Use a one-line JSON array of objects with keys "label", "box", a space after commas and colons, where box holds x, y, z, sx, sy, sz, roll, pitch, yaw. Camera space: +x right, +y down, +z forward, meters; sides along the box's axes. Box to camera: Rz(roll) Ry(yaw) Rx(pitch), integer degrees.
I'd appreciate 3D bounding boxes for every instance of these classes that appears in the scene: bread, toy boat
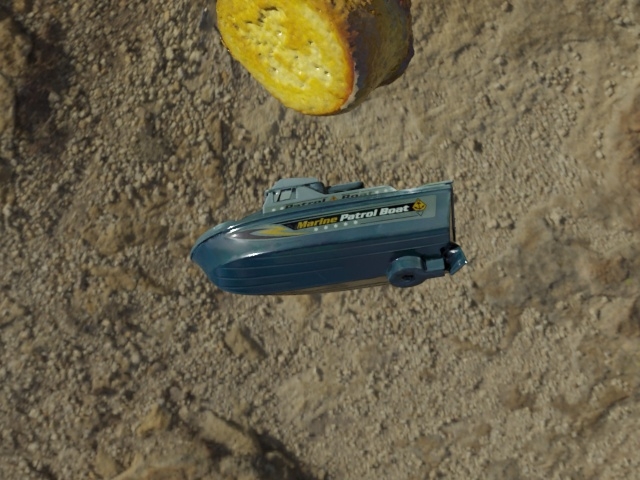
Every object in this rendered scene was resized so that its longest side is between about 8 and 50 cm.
[{"label": "bread", "box": [-0.007, -0.425, 1.390, 0.398, 0.215, 0.398, 29, 153, 16]}, {"label": "toy boat", "box": [0.001, -0.003, 0.756, 0.296, 0.122, 0.114, -6, 147, 9]}]
